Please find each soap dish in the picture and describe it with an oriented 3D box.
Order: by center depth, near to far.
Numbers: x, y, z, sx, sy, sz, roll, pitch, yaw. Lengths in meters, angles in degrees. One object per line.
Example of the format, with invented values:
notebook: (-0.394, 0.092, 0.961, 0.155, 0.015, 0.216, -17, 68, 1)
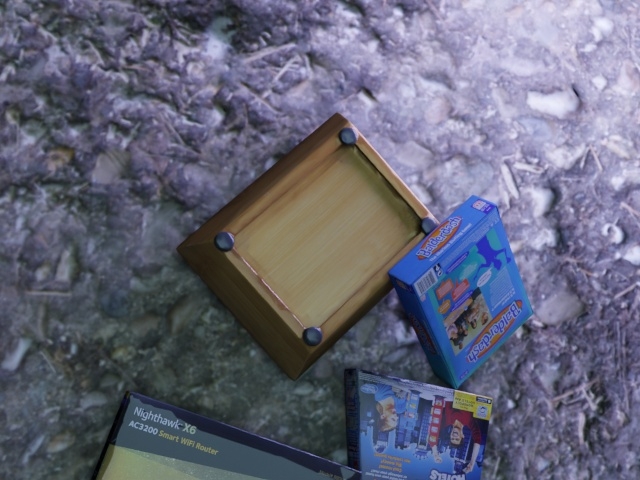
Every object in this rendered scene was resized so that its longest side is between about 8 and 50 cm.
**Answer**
soap dish: (0.000, 0.000, 1.242, 0.291, 0.118, 0.229, -42, 93, -16)

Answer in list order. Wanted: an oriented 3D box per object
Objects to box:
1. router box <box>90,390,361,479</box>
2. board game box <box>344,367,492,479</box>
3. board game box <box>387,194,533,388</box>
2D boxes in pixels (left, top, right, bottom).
router box: (-0.133, 0.346, 1.170, 0.309, 0.081, 0.242, 21, 76, -11)
board game box: (0.111, 0.281, 1.257, 0.194, 0.060, 0.194, 14, 79, -12)
board game box: (0.188, 0.070, 1.259, 0.160, 0.047, 0.210, -41, 129, -18)
